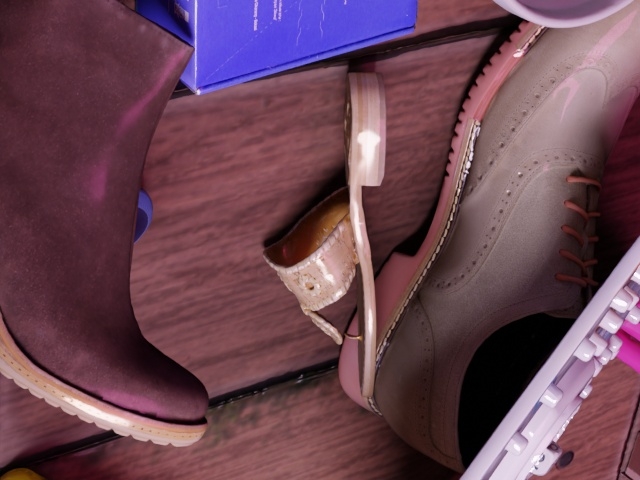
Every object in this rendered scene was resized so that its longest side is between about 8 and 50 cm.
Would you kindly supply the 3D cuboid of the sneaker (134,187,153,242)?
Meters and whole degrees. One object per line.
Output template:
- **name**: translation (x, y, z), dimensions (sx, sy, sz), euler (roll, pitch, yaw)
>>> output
- **sneaker**: translation (-0.160, 0.013, 1.052), dimensions (0.144, 0.059, 0.053), euler (-28, 132, -23)

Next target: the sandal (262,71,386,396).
- **sandal**: translation (0.000, -0.003, 1.183), dimensions (0.079, 0.088, 0.240), euler (0, 117, -4)

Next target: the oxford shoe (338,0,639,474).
- **oxford shoe**: translation (0.165, -0.014, 1.241), dimensions (0.140, 0.146, 0.397), euler (9, 113, -44)

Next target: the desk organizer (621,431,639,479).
- **desk organizer**: translation (0.354, 0.203, 1.635), dimensions (0.130, 0.047, 0.050), euler (-8, 122, -37)

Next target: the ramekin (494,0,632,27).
- **ramekin**: translation (0.143, -0.247, 1.073), dimensions (0.207, 0.109, 0.207), euler (-21, 127, -31)

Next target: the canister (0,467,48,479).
- **canister**: translation (-0.151, 0.234, 1.175), dimensions (0.073, 0.126, 0.170), euler (-47, 136, -2)

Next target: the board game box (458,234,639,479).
- **board game box**: translation (0.168, 0.149, 1.265), dimensions (0.390, 0.050, 0.390), euler (-53, 167, -10)

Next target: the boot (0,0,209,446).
- **boot**: translation (-0.126, -0.021, 0.963), dimensions (0.248, 0.090, 0.207), euler (33, 93, -9)

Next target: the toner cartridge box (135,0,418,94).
- **toner cartridge box**: translation (-0.019, -0.265, 0.956), dimensions (0.165, 0.075, 0.348), euler (-20, 131, -30)
